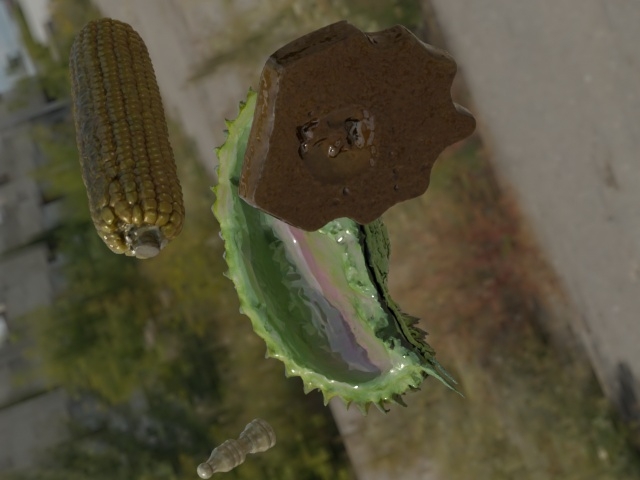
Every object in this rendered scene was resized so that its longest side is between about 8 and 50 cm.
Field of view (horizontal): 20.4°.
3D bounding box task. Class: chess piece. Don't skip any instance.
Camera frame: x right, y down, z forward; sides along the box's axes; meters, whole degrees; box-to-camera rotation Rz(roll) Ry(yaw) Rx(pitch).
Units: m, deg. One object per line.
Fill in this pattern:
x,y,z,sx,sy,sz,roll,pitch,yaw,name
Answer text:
-0.092,0.222,1.869,0.035,0.092,0.035,31,136,36,chess piece

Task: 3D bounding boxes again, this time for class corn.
-0.141,-0.073,1.271,0.068,0.068,0.207,78,177,-56,corn

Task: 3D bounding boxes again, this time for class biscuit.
0.036,-0.095,1.464,0.034,0.215,0.182,44,129,46,biscuit

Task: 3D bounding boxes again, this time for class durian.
0.000,0.000,1.688,0.169,0.158,0.352,4,113,65,durian
